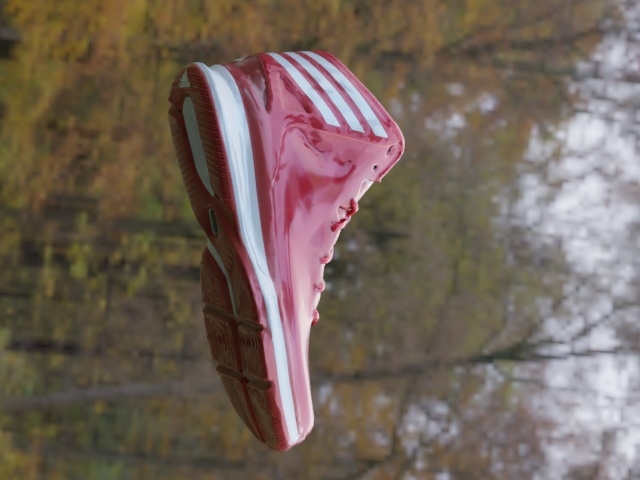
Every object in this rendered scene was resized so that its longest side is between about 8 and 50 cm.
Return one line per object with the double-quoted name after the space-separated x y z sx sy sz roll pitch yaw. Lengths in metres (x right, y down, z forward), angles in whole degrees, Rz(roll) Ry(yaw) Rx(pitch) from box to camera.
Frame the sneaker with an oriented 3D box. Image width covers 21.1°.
0.000 0.000 0.953 0.087 0.128 0.221 20 -58 61 "sneaker"
